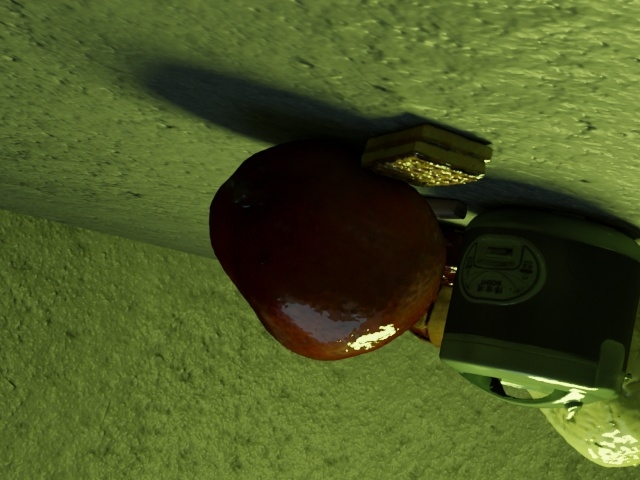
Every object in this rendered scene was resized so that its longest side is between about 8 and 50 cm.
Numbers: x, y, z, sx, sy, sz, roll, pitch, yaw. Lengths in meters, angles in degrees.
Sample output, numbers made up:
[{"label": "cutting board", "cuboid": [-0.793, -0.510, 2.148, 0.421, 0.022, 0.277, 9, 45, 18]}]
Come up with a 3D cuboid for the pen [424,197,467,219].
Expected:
[{"label": "pen", "cuboid": [0.131, -0.051, 1.616, 0.197, 0.032, 0.053, 5, 170, 39]}]

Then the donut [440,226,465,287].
[{"label": "donut", "cuboid": [0.219, 0.029, 1.858, 0.235, 0.089, 0.235, 11, 173, 1]}]

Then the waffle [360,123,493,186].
[{"label": "waffle", "cuboid": [0.122, -0.096, 1.231, 0.102, 0.042, 0.148, 15, 172, -22]}]

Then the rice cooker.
[{"label": "rice cooker", "cuboid": [0.320, 0.106, 1.542, 0.288, 0.277, 0.288, 14, 174, 2]}]

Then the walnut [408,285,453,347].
[{"label": "walnut", "cuboid": [0.272, 0.118, 2.098, 0.203, 0.203, 0.298, 16, 171, -26]}]

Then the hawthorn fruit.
[{"label": "hawthorn fruit", "cuboid": [0.003, 0.007, 1.359, 0.311, 0.295, 0.295, 31, 169, -10]}]

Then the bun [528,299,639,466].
[{"label": "bun", "cuboid": [0.497, 0.192, 1.762, 0.349, 0.352, 0.227, 28, 134, -29]}]
